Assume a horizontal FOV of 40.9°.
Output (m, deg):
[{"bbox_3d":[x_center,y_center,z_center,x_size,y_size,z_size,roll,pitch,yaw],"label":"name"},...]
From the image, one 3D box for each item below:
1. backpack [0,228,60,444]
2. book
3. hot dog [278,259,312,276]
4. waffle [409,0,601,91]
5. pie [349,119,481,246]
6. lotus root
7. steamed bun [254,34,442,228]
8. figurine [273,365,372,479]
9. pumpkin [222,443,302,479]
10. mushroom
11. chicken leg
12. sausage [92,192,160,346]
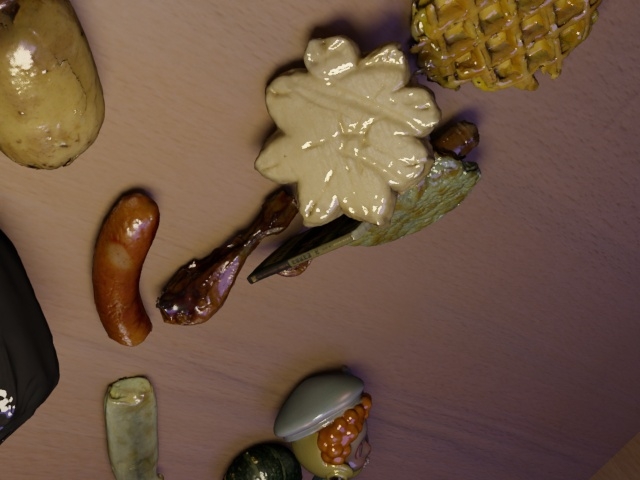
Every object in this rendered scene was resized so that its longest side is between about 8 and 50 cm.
[{"bbox_3d":[-0.592,0.146,1.092,0.446,0.363,0.255,-22,180,-2],"label":"backpack"},{"bbox_3d":[0.000,0.000,1.414,0.228,0.024,0.160,-22,-168,35],"label":"book"},{"bbox_3d":[-0.049,0.037,1.551,0.083,0.035,0.058,-13,141,-24],"label":"hot dog"},{"bbox_3d":[0.318,-0.398,1.363,0.382,0.095,0.379,-2,131,-30],"label":"waffle"},{"bbox_3d":[0.158,-0.085,1.530,0.275,0.105,0.257,-17,144,-20],"label":"pie"},{"bbox_3d":[-0.357,-0.211,1.038,0.160,0.146,0.284,-42,150,-24],"label":"lotus root"},{"bbox_3d":[0.043,-0.157,1.306,0.292,0.295,0.137,-28,-177,15],"label":"steamed bun"},{"bbox_3d":[0.007,0.465,1.792,0.205,0.224,0.381,2,101,14],"label":"figurine"},{"bbox_3d":[-0.127,0.530,1.870,0.190,0.146,0.190,-25,160,-10],"label":"pumpkin"},{"bbox_3d":[-0.357,0.385,1.637,0.100,0.081,0.312,-17,131,-25],"label":"mushroom"},{"bbox_3d":[-0.149,0.036,1.428,0.304,0.113,0.093,-43,105,7],"label":"chicken leg"},{"bbox_3d":[-0.311,0.056,1.363,0.103,0.076,0.302,-18,137,-31],"label":"sausage"}]
